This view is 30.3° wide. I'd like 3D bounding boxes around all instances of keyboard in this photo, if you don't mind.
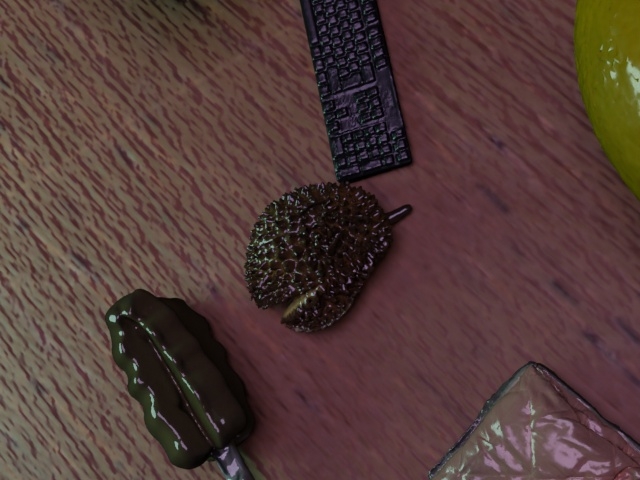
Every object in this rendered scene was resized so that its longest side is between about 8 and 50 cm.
[{"bbox_3d":[0.022,-0.147,0.918,0.061,0.013,0.205,-16,75,17],"label":"keyboard"}]

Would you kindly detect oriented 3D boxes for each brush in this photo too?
[{"bbox_3d":[-0.060,0.168,0.860,0.071,0.084,0.301,-34,76,15],"label":"brush"}]

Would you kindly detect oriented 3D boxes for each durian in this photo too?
[{"bbox_3d":[0.001,0.002,0.868,0.140,0.071,0.110,-29,72,7],"label":"durian"}]

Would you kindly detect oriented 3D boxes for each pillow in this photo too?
[{"bbox_3d":[0.186,0.196,0.781,0.232,0.043,0.126,42,100,19],"label":"pillow"}]

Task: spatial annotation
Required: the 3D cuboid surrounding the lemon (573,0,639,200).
[{"bbox_3d":[0.271,-0.106,0.707,0.235,0.236,0.263,-3,68,19],"label":"lemon"}]
